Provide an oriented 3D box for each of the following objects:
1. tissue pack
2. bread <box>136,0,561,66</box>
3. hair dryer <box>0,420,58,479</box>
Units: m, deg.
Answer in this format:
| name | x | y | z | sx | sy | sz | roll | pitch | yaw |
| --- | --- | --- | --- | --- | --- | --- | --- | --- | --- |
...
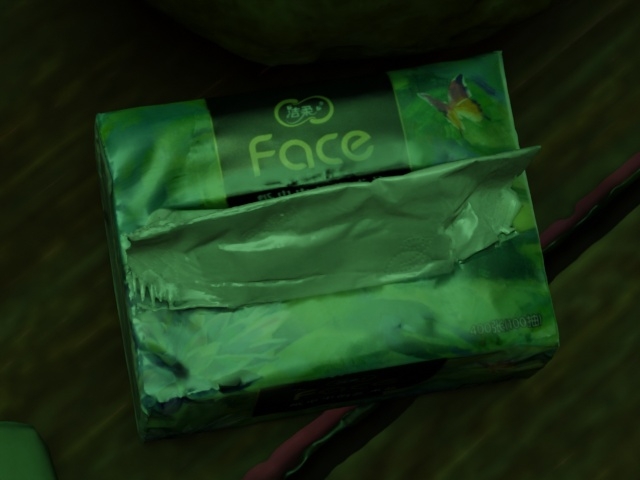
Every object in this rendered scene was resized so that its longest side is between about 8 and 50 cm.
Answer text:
| name | x | y | z | sx | sy | sz | roll | pitch | yaw |
| --- | --- | --- | --- | --- | --- | --- | --- | --- | --- |
| tissue pack | 0.001 | 0.000 | 0.511 | 0.111 | 0.079 | 0.085 | -9 | 76 | -8 |
| bread | 0.004 | -0.154 | 0.536 | 0.230 | 0.123 | 0.230 | 2 | 70 | -5 |
| hair dryer | -0.112 | 0.152 | 0.473 | 0.225 | 0.088 | 0.219 | -1 | 66 | 10 |
